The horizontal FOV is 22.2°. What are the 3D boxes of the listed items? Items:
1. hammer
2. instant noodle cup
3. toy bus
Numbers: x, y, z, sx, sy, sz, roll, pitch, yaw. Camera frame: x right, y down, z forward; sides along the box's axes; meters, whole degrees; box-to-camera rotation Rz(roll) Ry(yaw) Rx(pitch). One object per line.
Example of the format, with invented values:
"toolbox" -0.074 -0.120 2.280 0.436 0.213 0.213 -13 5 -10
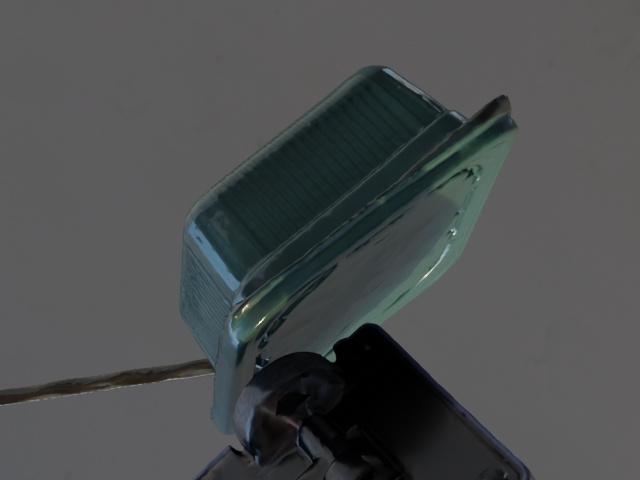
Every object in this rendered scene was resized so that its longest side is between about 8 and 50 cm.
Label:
"hammer" -0.121 0.086 0.971 0.292 0.029 0.058 -9 -98 17
"instant noodle cup" 0.000 0.000 0.720 0.157 0.179 0.070 -39 -102 -18
"toy bus" -0.036 0.183 0.669 0.292 0.133 0.125 -44 -133 -4
